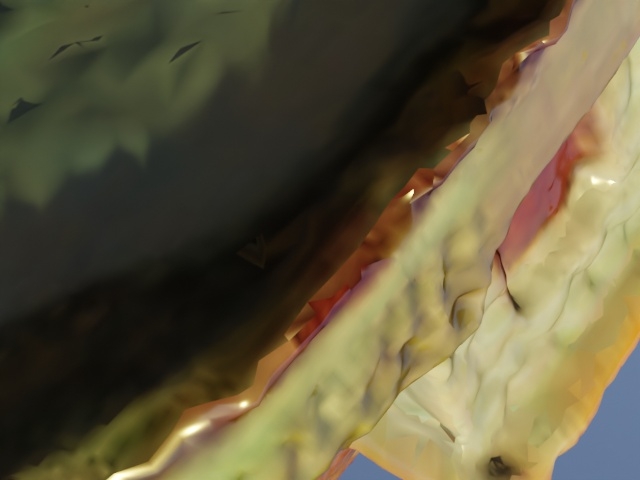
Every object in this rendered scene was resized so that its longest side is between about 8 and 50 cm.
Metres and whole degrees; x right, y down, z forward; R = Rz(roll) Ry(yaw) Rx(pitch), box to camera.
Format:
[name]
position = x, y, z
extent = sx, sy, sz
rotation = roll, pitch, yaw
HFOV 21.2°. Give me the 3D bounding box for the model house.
[model house]
position = 0.000, 0.000, 0.627
extent = 0.297, 0.339, 0.360
rotation = 23, -111, 35
